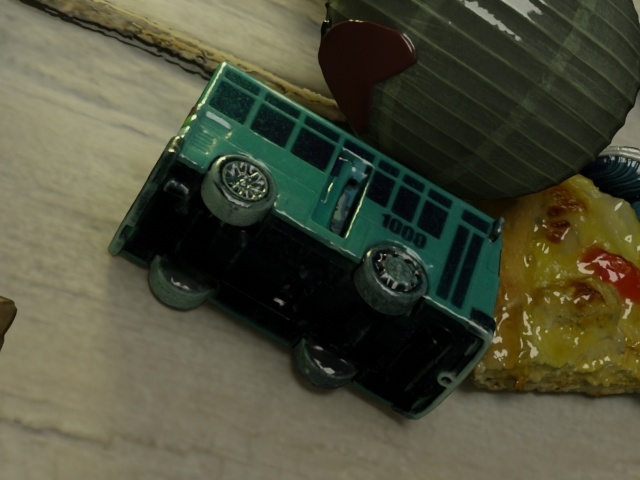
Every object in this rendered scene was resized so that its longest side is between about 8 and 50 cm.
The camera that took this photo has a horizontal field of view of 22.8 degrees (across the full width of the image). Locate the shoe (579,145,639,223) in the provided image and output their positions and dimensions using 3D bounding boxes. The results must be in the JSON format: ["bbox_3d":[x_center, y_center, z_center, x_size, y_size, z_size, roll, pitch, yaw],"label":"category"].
[{"bbox_3d":[0.284,-0.034,1.375,0.143,0.064,0.071,26,69,-4],"label":"shoe"}]

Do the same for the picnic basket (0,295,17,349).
[{"bbox_3d":[-0.278,0.054,0.892,0.178,0.138,0.128,30,43,-12],"label":"picnic basket"}]

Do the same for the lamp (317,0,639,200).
[{"bbox_3d":[0.115,-0.137,1.181,0.233,0.233,0.265,62,14,20],"label":"lamp"}]

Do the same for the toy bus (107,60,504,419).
[{"bbox_3d":[0.000,0.000,1.119,0.256,0.128,0.147,30,45,-8],"label":"toy bus"}]

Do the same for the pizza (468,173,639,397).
[{"bbox_3d":[0.246,0.039,1.281,0.287,0.075,0.280,23,49,-16],"label":"pizza"}]
